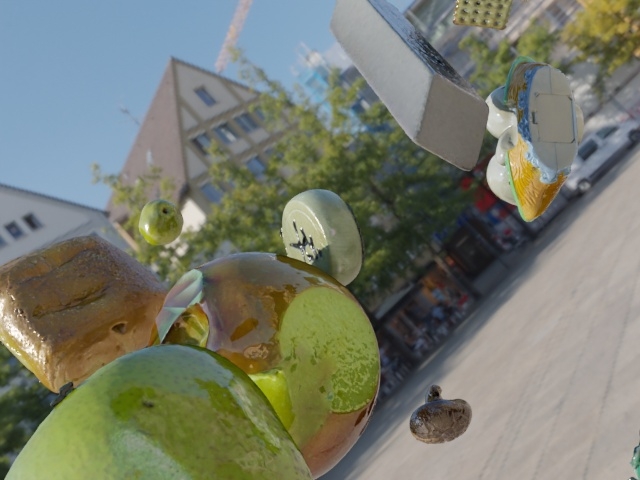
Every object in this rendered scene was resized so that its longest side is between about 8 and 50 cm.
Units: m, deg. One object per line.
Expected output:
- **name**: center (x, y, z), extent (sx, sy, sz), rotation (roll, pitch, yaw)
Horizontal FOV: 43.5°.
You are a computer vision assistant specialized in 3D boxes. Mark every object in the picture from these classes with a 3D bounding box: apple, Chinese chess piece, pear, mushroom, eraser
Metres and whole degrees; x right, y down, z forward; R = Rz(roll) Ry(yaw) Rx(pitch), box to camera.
- **apple**: center (-0.095, 0.198, 1.312), extent (0.374, 0.374, 0.384), rotation (-46, 35, 18)
- **Chinese chess piece**: center (0.000, 0.000, 1.469), extent (0.083, 0.188, 0.188), rotation (-17, -19, -26)
- **pear**: center (-0.146, 0.291, 0.914), extent (0.342, 0.318, 0.238), rotation (-28, -37, -48)
- **pear**: center (-0.311, -0.033, 1.563), extent (0.092, 0.092, 0.097), rotation (-38, 2, -35)
- **mushroom**: center (0.218, 0.322, 1.445), extent (0.126, 0.085, 0.109), rotation (2, -69, -32)
- **eraser**: center (0.111, -0.230, 1.054), extent (0.111, 0.352, 0.077), rotation (23, -63, -37)

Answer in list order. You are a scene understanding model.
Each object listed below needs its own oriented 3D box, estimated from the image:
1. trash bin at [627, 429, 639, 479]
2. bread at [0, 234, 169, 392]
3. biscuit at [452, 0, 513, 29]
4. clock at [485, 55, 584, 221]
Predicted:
- **trash bin**: center (0.603, 0.221, 1.200), extent (0.381, 0.259, 0.295), rotation (-44, -34, -46)
- **bread**: center (-0.493, 0.117, 1.634), extent (0.328, 0.337, 0.148), rotation (-29, -38, -35)
- **biscuit**: center (0.394, -0.593, 1.880), extent (0.016, 0.144, 0.203), rotation (-84, 2, -51)
- **clock**: center (0.284, -0.140, 1.103), extent (0.103, 0.231, 0.144), rotation (3, -9, -14)
